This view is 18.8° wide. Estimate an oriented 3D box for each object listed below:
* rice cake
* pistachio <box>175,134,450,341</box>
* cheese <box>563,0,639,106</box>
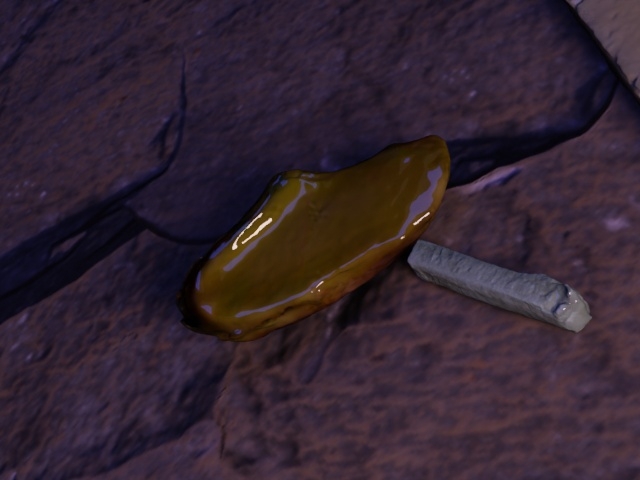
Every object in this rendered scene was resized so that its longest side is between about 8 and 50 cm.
[{"bbox_3d":[0.088,0.022,0.971,0.121,0.022,0.021,20,74,51],"label":"rice cake"},{"bbox_3d":[0.000,0.000,1.053,0.173,0.049,0.089,-30,51,7],"label":"pistachio"},{"bbox_3d":[0.176,-0.134,1.050,0.085,0.034,0.400,-33,35,9],"label":"cheese"}]
